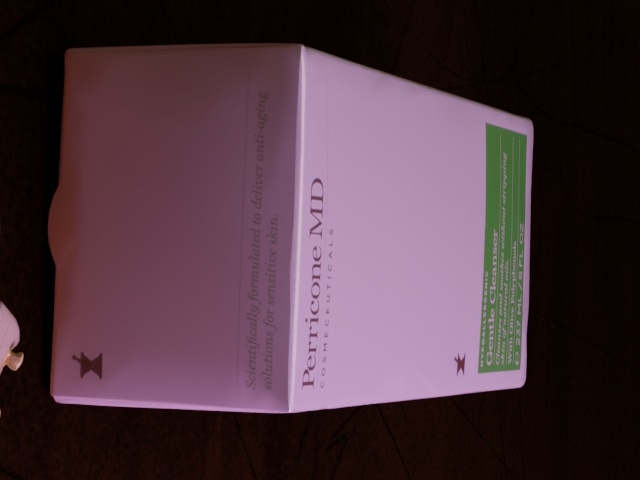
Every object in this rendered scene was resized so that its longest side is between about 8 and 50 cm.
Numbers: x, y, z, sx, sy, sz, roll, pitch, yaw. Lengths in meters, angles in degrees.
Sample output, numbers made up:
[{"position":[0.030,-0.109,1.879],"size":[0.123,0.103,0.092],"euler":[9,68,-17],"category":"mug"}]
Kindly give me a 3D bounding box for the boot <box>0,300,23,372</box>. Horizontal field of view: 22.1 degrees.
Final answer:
[{"position":[-0.173,0.131,0.702],"size":[0.262,0.095,0.203],"euler":[51,44,-39],"category":"boot"}]

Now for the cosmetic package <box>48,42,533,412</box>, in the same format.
[{"position":[0.000,0.000,0.999],"size":[0.365,0.155,0.196],"euler":[2,89,-65],"category":"cosmetic package"}]
